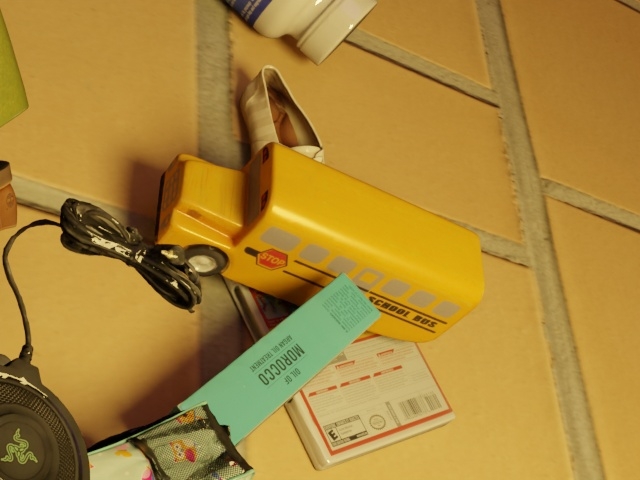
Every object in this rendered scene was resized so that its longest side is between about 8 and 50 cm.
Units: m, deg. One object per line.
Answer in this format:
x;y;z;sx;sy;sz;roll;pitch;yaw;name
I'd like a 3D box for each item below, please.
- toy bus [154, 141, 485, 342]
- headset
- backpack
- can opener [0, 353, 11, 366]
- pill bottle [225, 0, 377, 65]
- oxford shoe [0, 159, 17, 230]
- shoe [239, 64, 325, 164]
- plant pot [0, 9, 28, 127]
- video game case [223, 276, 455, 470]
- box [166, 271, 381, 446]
0.000;0.000;1.234;0.333;0.130;0.108;23;46;-25;toy bus
-0.227;0.156;0.819;0.185;0.243;0.394;32;73;-30;headset
-0.154;0.231;0.934;0.188;0.166;0.144;-7;54;-40;backpack
-0.357;0.127;0.896;0.283;0.095;0.076;-6;63;-35;can opener
-0.064;-0.349;1.479;0.272;0.152;0.152;44;41;-5;pill bottle
-0.348;0.003;1.030;0.212;0.076;0.076;-30;120;-38;oxford shoe
-0.041;-0.110;1.360;0.077;0.058;0.219;2;50;-33;shoe
-0.393;-0.200;1.027;0.293;0.275;0.275;56;39;-13;plant pot
0.011;0.093;1.289;0.204;0.025;0.285;-10;66;-44;video game case
-0.052;0.131;1.126;0.060;0.100;0.244;48;48;6;box
